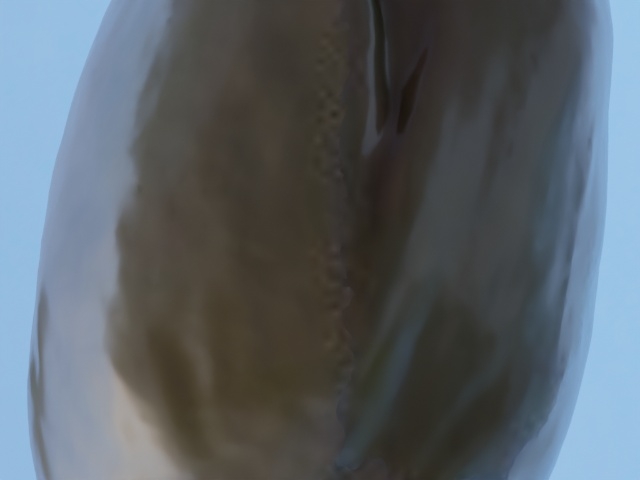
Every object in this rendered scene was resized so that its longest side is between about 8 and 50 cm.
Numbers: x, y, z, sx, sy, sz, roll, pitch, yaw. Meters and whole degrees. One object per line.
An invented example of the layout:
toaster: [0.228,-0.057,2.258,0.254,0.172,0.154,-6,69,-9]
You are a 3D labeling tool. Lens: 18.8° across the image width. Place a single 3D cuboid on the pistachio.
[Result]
pistachio: [0.000,0.000,0.573,0.162,0.181,0.293,10,-103,-8]
